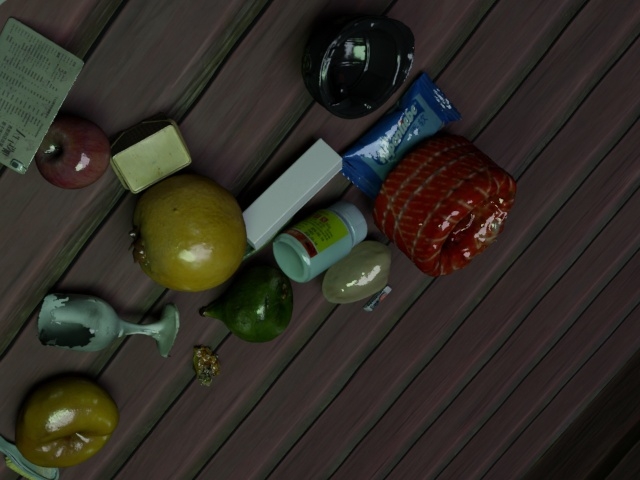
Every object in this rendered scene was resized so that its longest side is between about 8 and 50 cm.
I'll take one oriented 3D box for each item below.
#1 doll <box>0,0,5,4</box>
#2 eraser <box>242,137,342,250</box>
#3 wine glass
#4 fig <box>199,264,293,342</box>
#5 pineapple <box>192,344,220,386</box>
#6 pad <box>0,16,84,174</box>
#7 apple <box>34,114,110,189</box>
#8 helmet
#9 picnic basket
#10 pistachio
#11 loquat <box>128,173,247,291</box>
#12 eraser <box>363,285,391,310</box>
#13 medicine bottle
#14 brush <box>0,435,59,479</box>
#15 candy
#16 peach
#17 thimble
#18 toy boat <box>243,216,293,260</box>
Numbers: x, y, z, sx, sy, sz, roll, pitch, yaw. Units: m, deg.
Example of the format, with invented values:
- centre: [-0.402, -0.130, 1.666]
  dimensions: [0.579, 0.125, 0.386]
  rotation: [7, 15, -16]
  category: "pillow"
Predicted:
- centre: [-0.508, -0.538, 1.312]
  dimensions: [0.311, 0.159, 0.242]
  rotation: [-34, 130, -12]
  category: "doll"
- centre: [-0.076, -0.111, 1.854]
  dimensions: [0.298, 0.078, 0.076]
  rotation: [-45, 171, -9]
  category: "eraser"
- centre: [-0.498, 0.201, 1.824]
  dimensions: [0.321, 0.143, 0.143]
  rotation: [7, 116, -33]
  category: "wine glass"
- centre: [-0.196, 0.159, 1.979]
  dimensions: [0.203, 0.235, 0.203]
  rotation: [3, 90, -66]
  category: "fig"
- centre: [-0.314, 0.347, 2.057]
  dimensions: [0.077, 0.114, 0.114]
  rotation: [-24, 127, 9]
  category: "pineapple"
- centre: [-0.588, -0.275, 1.488]
  dimensions: [0.159, 0.009, 0.265]
  rotation: [31, 103, -10]
  category: "pad"
- centre: [-0.500, -0.178, 1.564]
  dimensions: [0.153, 0.153, 0.120]
  rotation: [-58, 160, 14]
  category: "apple"
- centre: [0.066, -0.409, 1.736]
  dimensions: [0.279, 0.160, 0.230]
  rotation: [-27, 132, -32]
  category: "helmet"
- centre: [-0.375, -0.191, 1.671]
  dimensions: [0.164, 0.079, 0.115]
  rotation: [-29, 131, -11]
  category: "picnic basket"
- centre: [0.103, 0.090, 2.114]
  dimensions: [0.223, 0.126, 0.152]
  rotation: [-40, 98, 4]
  category: "pistachio"
- centre: [-0.299, -0.009, 1.712]
  dimensions: [0.275, 0.275, 0.275]
  rotation: [-15, 126, -22]
  category: "loquat"
- centre: [0.168, 0.173, 2.272]
  dimensions: [0.099, 0.019, 0.027]
  rotation: [-48, 131, 4]
  category: "eraser"
- centre: [0.000, 0.000, 1.947]
  dimensions: [0.225, 0.139, 0.139]
  rotation: [-32, 134, -34]
  category: "medicine bottle"
- centre: [-0.782, 0.541, 1.935]
  dimensions: [0.060, 0.068, 0.297]
  rotation: [-26, 129, 15]
  category: "brush"
- centre: [0.201, -0.258, 1.974]
  dimensions: [0.331, 0.077, 0.187]
  rotation: [-48, 125, 3]
  category: "candy"
- centre: [-0.626, 0.453, 1.906]
  dimensions: [0.251, 0.153, 0.251]
  rotation: [-11, 127, -16]
  category: "peach"
- centre: [0.323, -0.087, 2.009]
  dimensions: [0.350, 0.230, 0.350]
  rotation: [-32, 150, -21]
  category: "thimble"
- centre: [-0.161, -0.018, 1.906]
  dimensions: [0.293, 0.093, 0.055]
  rotation: [-37, 149, -8]
  category: "toy boat"
